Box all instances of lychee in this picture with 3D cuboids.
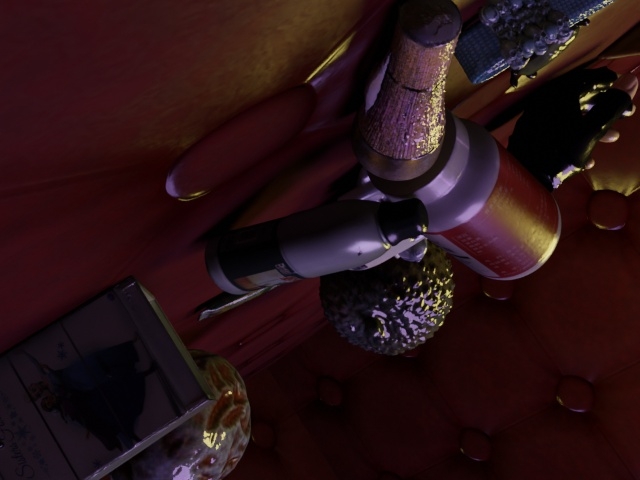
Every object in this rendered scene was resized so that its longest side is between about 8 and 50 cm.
[{"bbox_3d":[0.125,0.080,1.454,0.255,0.255,0.274,-42,-160,44],"label":"lychee"}]

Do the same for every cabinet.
[{"bbox_3d":[-0.233,0.160,0.799,0.206,0.145,0.150,-33,171,-9],"label":"cabinet"}]

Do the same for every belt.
[{"bbox_3d":[0.203,-0.206,0.691,0.179,0.065,0.100,-34,180,-12],"label":"belt"}]

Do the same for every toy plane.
[{"bbox_3d":[0.105,-0.051,1.022,0.244,0.117,0.245,-22,155,-11],"label":"toy plane"}]

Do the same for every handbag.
[{"bbox_3d":[0.228,-0.207,0.807,0.072,0.047,0.111,-30,173,-30],"label":"handbag"}]

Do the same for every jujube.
[{"bbox_3d":[-0.233,0.306,1.290,0.215,0.247,0.308,7,-166,11],"label":"jujube"}]

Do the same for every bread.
[{"bbox_3d":[0.522,-0.343,1.264,0.139,0.084,0.074,-2,-168,34],"label":"bread"}]

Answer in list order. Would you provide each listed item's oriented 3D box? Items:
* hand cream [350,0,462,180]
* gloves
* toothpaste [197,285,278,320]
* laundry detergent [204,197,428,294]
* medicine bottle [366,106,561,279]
[{"bbox_3d":[0.073,-0.121,0.625,0.084,0.084,0.203,-32,166,-12],"label":"hand cream"},{"bbox_3d":[0.411,-0.186,1.269,0.301,0.152,0.197,-29,178,-25],"label":"gloves"},{"bbox_3d":[-0.098,0.070,1.195,0.204,0.031,0.049,-27,169,-24],"label":"toothpaste"},{"bbox_3d":[0.000,0.000,0.789,0.225,0.070,0.099,-15,162,24],"label":"laundry detergent"},{"bbox_3d":[0.163,-0.049,0.863,0.131,0.131,0.250,-37,140,22],"label":"medicine bottle"}]
